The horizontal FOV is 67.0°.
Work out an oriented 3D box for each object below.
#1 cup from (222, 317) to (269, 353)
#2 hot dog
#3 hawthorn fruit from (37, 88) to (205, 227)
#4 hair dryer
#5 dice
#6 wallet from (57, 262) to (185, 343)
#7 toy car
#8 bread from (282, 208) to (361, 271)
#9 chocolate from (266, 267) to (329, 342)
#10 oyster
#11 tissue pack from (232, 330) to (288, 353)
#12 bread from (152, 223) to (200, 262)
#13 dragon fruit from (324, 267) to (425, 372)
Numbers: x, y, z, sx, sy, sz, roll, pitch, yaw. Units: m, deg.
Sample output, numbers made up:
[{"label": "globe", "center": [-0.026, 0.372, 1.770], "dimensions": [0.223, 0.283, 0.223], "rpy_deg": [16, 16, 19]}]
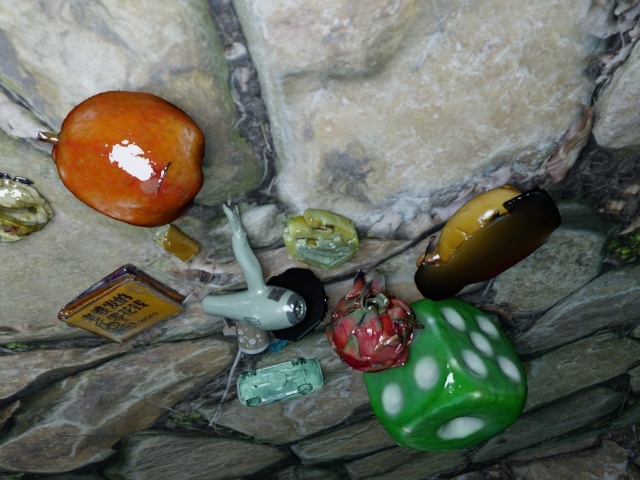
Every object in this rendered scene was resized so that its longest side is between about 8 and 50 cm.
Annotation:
[{"label": "cup", "center": [-0.161, 0.180, 1.063], "dimensions": [0.074, 0.102, 0.099], "rpy_deg": [-33, 135, -41]}, {"label": "hot dog", "center": [0.314, -0.015, 0.992], "dimensions": [0.326, 0.107, 0.194], "rpy_deg": [-30, 128, 28]}, {"label": "hawthorn fruit", "center": [-0.256, -0.113, 0.636], "dimensions": [0.202, 0.185, 0.185], "rpy_deg": [13, 130, -24]}, {"label": "hair dryer", "center": [-0.172, 0.070, 0.936], "dimensions": [0.229, 0.092, 0.267], "rpy_deg": [-22, 106, 37]}, {"label": "dice", "center": [0.301, 0.334, 1.215], "dimensions": [0.287, 0.300, 0.297], "rpy_deg": [19, 128, -30]}, {"label": "wallet", "center": [-0.390, 0.137, 0.956], "dimensions": [0.195, 0.042, 0.161], "rpy_deg": [-29, 137, 13]}, {"label": "toy car", "center": [-0.106, 0.379, 1.278], "dimensions": [0.224, 0.090, 0.076], "rpy_deg": [-13, 144, -5]}, {"label": "bread", "center": [0.000, 0.000, 0.925], "dimensions": [0.156, 0.064, 0.117], "rpy_deg": [15, 128, -33]}, {"label": "chocolate", "center": [-0.032, 0.139, 1.025], "dimensions": [0.156, 0.156, 0.133], "rpy_deg": [-31, 152, 14]}, {"label": "oyster", "center": [-0.580, -0.032, 0.696], "dimensions": [0.345, 0.079, 0.129], "rpy_deg": [-3, 145, -19]}, {"label": "tissue pack", "center": [-0.137, 0.218, 1.143], "dimensions": [0.138, 0.028, 0.085], "rpy_deg": [29, 116, -33]}, {"label": "bread", "center": [-0.257, 0.006, 0.866], "dimensions": [0.047, 0.036, 0.083], "rpy_deg": [-33, 138, 12]}, {"label": "dragon fruit", "center": [0.110, 0.190, 1.076], "dimensions": [0.193, 0.192, 0.274], "rpy_deg": [-33, 142, -15]}]
